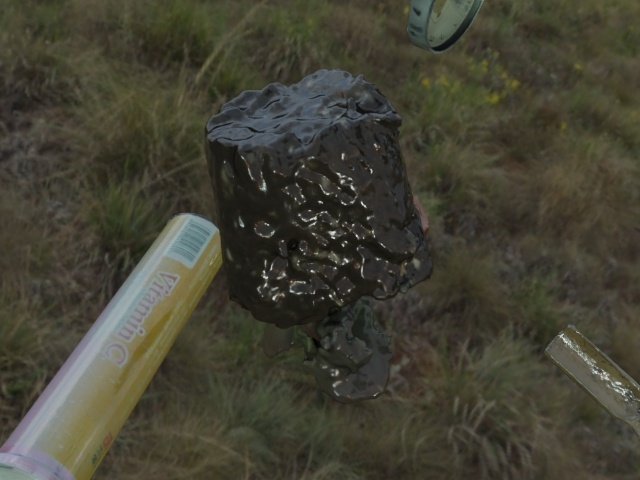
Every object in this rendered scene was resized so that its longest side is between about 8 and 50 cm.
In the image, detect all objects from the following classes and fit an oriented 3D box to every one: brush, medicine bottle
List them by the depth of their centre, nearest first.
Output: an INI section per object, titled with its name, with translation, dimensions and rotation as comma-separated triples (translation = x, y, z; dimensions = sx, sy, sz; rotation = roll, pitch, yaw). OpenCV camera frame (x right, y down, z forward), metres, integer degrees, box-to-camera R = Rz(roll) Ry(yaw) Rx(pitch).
[brush]
translation = 0.313, 0.177, 0.790
dimensions = 0.248, 0.043, 0.036
rotation = 43, 4, 9
[medicine bottle]
translation = -0.223, 0.126, 0.970
dimensions = 0.108, 0.108, 0.426
rotation = 26, 41, 1

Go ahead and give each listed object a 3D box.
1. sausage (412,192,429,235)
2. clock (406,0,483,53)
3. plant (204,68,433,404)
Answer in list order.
[sausage]
translation = 0.042, 0.017, 0.983
dimensions = 0.076, 0.197, 0.076
rotation = 33, 33, -25
[clock]
translation = 0.092, -0.172, 0.593
dimensions = 0.017, 0.085, 0.085
rotation = 34, 33, 23
[plant]
translation = 0.000, 0.000, 0.550
dimensions = 0.131, 0.203, 0.142
rotation = -10, 38, -9
